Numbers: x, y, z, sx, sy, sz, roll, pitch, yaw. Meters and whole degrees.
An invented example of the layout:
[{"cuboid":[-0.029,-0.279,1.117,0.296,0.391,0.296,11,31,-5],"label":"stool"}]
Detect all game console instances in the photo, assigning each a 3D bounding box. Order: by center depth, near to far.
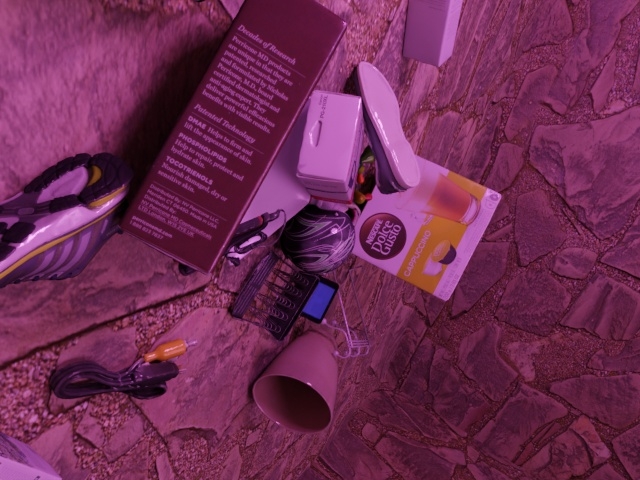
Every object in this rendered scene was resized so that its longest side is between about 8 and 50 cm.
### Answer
[{"cuboid":[-0.025,0.176,1.402,0.144,0.085,0.124,-64,157,3],"label":"game console"}]

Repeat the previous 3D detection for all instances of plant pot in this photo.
[{"cuboid":[-0.042,0.418,1.478,0.274,0.256,0.257,-58,162,-52],"label":"plant pot"}]

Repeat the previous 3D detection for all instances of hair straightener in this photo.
[{"cuboid":[-0.164,0.004,0.881,0.230,0.047,0.089,-29,142,-18],"label":"hair straightener"}]

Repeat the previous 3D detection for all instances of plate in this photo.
[{"cuboid":[-0.113,-0.125,0.941,0.278,0.045,0.278,-43,149,-37],"label":"plate"}]

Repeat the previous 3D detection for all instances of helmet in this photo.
[{"cuboid":[0.000,0.000,1.129,0.169,0.161,0.170,-23,122,-42],"label":"helmet"}]

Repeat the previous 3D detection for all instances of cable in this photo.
[{"cuboid":[-0.366,0.248,0.858,0.287,0.072,0.140,10,124,-53],"label":"cable"}]

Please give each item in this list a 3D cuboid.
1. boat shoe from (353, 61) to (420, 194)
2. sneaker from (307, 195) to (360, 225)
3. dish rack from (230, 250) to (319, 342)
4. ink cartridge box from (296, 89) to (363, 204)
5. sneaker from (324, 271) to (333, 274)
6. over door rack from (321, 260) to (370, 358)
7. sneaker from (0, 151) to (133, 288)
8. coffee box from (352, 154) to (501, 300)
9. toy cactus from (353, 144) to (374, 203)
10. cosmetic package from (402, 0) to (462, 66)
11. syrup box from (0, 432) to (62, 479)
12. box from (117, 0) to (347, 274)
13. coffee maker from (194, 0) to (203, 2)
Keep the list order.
[{"cuboid":[0.132,-0.260,1.091,0.116,0.320,0.099,-16,174,-42],"label":"boat shoe"},{"cuboid":[0.057,-0.067,1.269,0.252,0.111,0.103,4,112,-65],"label":"sneaker"},{"cuboid":[-0.116,0.144,1.197,0.209,0.074,0.271,-59,156,-8],"label":"dish rack"},{"cuboid":[0.029,-0.185,0.977,0.237,0.100,0.172,38,62,-81],"label":"ink cartridge box"},{"cuboid":[0.006,0.070,1.409,0.135,0.052,0.058,1,105,-72],"label":"sneaker"},{"cuboid":[0.084,0.232,1.577,0.239,0.108,0.325,29,56,-67],"label":"over door rack"},{"cuboid":[-0.345,0.015,0.548,0.300,0.111,0.121,-41,153,-36],"label":"sneaker"},{"cuboid":[0.305,-0.043,1.454,0.338,0.334,0.338,-63,170,2],"label":"coffee box"},{"cuboid":[0.076,-0.182,1.188,0.180,0.112,0.219,-23,130,-29],"label":"toy cactus"},{"cuboid":[0.288,-0.578,1.175,0.085,0.117,0.231,-46,153,-29],"label":"cosmetic package"},{"cuboid":[-0.473,0.316,0.627,0.096,0.093,0.237,-49,154,-28],"label":"syrup box"},{"cuboid":[-0.125,-0.156,0.670,0.382,0.143,0.191,-60,-167,-3],"label":"box"},{"cuboid":[-0.150,-0.347,0.474,0.171,0.120,0.178,-23,-175,38],"label":"coffee maker"}]
